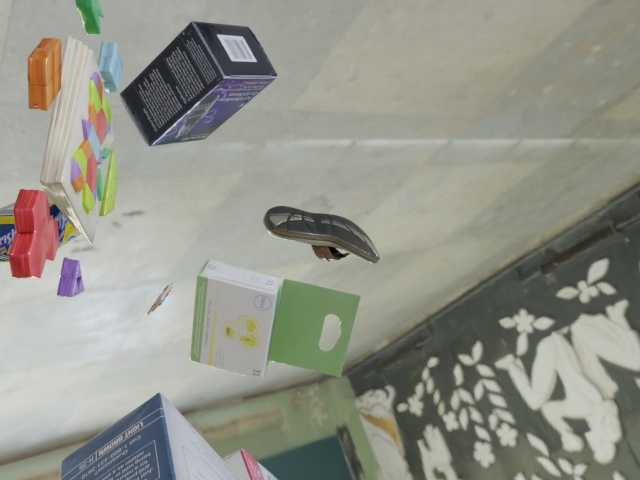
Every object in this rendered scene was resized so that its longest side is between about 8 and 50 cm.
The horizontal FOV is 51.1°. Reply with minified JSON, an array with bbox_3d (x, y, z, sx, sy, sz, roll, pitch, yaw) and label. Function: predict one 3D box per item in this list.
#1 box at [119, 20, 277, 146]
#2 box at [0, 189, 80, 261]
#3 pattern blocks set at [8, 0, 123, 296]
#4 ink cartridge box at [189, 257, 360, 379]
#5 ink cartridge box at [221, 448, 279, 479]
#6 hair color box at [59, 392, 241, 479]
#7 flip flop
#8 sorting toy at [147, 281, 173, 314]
[{"bbox_3d":[-0.205,-0.260,1.126,0.207,0.108,0.153,-33,175,33],"label":"box"},{"bbox_3d":[-0.325,-0.024,0.790,0.059,0.054,0.169,-2,-164,5],"label":"box"},{"bbox_3d":[-0.253,-0.102,0.715,0.026,0.324,0.285,3,169,-4],"label":"pattern blocks set"},{"bbox_3d":[-0.073,0.133,1.008,0.235,0.056,0.171,15,122,5],"label":"ink cartridge box"},{"bbox_3d":[-0.116,0.592,1.389,0.117,0.207,0.283,-33,136,-1],"label":"ink cartridge box"},{"bbox_3d":[-0.079,0.272,0.430,0.105,0.347,0.173,-35,117,-4],"label":"hair color box"},{"bbox_3d":[0.000,0.000,1.440,0.277,0.112,0.080,12,125,-25],"label":"flip flop"},{"bbox_3d":[-0.306,0.107,1.313,0.062,0.012,0.083,-43,-166,35],"label":"sorting toy"}]
